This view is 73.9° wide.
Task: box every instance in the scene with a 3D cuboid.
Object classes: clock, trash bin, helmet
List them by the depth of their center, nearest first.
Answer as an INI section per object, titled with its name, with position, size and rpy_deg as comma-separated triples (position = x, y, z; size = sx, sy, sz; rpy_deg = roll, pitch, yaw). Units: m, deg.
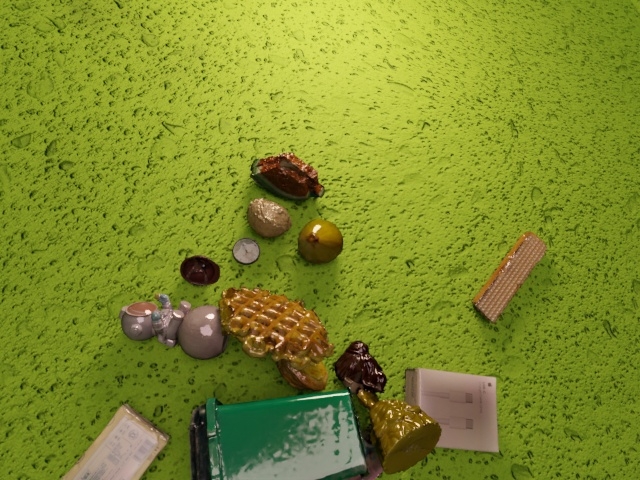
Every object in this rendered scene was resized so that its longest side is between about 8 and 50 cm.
[trash bin]
position = -0.091, 0.503, 0.986
size = 0.381, 0.259, 0.295
rpy_deg = -10, 61, -6
[helmet]
position = -0.341, 0.078, 1.219
size = 0.111, 0.057, 0.089
rpy_deg = 15, 106, -13
[clock]
position = -0.223, 0.032, 1.281
size = 0.085, 0.017, 0.085
rpy_deg = 4, 72, -11

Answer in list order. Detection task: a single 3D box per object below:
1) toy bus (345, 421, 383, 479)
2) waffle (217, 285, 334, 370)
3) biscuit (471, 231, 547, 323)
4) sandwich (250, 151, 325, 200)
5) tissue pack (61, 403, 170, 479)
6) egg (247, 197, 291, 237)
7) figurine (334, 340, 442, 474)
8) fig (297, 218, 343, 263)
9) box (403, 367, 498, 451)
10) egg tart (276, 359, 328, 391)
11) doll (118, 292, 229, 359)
[toy bus]
position = 0.097, 0.589, 1.136
size = 0.274, 0.090, 0.112
rpy_deg = -32, 84, -20
[waffle]
position = -0.120, 0.215, 1.112
size = 0.302, 0.325, 0.068
rpy_deg = 12, 107, -31
[biscuit]
position = 0.636, 0.118, 1.426
size = 0.094, 0.054, 0.378
rpy_deg = 44, 69, 2
[sandwich]
position = -0.092, -0.186, 1.314
size = 0.235, 0.159, 0.079
rpy_deg = 29, 62, -24
[tissue pack]
position = -0.486, 0.522, 1.025
size = 0.148, 0.092, 0.196
rpy_deg = 37, 67, 0
[egg]
position = -0.155, -0.067, 1.275
size = 0.140, 0.116, 0.118
rpy_deg = 36, 41, -4
[figurine]
position = 0.142, 0.420, 1.120
size = 0.187, 0.168, 0.315
rpy_deg = -10, 33, -29
[fig]
position = -0.002, 0.004, 1.290
size = 0.136, 0.121, 0.153
rpy_deg = 45, 46, 9
[box]
position = 0.372, 0.485, 1.226
size = 0.252, 0.106, 0.203
rpy_deg = 10, 69, -10
[egg tart]
position = -0.060, 0.337, 1.157
size = 0.074, 0.191, 0.191
rpy_deg = -44, 85, 10
[doll]
position = -0.387, 0.228, 1.125
size = 0.287, 0.151, 0.151
rpy_deg = 11, 71, -2
